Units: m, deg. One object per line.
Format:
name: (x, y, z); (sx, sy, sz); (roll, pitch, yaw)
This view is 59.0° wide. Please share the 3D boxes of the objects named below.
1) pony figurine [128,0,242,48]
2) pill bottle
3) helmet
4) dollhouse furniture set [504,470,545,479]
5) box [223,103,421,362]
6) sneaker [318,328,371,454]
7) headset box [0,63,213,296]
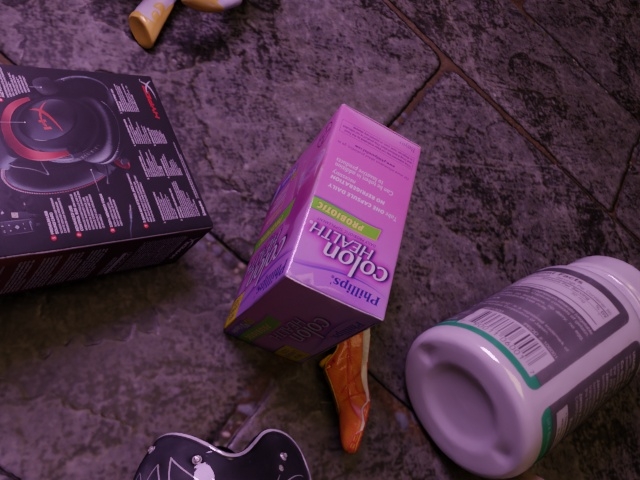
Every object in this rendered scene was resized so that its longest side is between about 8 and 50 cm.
pony figurine: (-0.183, -0.508, 0.845); (0.363, 0.303, 0.350); (-46, 124, -38)
pill bottle: (0.312, 0.155, 0.793); (0.361, 0.204, 0.204); (-19, 77, -33)
helmet: (-0.103, 0.266, 0.554); (0.162, 0.169, 0.169); (-1, 67, -46)
dollhouse furniture set: (0.219, 0.418, 0.606); (0.242, 0.161, 0.212); (-20, 100, -22)
box: (0.000, 0.000, 0.700); (0.117, 0.213, 0.242); (25, 58, -15)
sneaker: (0.030, 0.185, 0.732); (0.068, 0.064, 0.175); (3, 59, -4)
headset box: (-0.295, -0.068, 0.603); (0.293, 0.110, 0.218); (-13, 73, -47)
